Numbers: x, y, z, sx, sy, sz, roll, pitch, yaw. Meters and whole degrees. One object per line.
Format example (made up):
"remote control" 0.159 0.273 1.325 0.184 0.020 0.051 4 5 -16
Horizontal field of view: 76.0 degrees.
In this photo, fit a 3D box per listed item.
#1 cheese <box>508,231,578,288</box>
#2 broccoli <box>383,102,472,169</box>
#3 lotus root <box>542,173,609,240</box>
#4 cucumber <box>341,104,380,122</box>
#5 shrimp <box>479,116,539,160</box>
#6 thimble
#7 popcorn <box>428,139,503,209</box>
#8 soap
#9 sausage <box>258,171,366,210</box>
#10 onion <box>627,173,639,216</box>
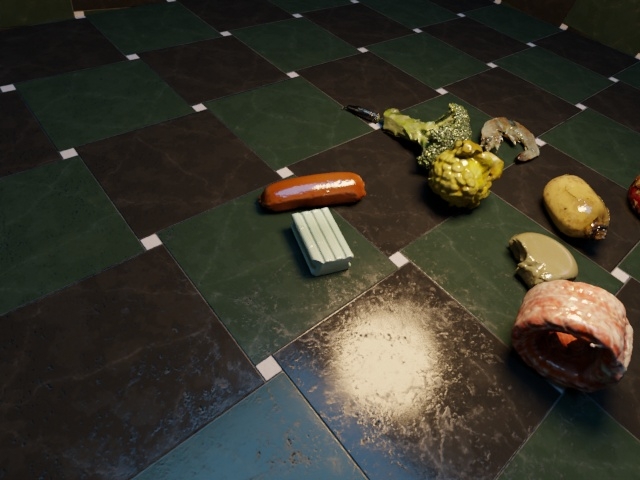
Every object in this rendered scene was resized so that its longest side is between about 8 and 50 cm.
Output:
"cheese" 0.649 0.057 1.215 0.176 0.091 0.202 -11 50 -18
"broccoli" 0.407 -0.416 1.550 0.252 0.221 0.361 -29 49 0
"lotus root" 0.847 -0.103 1.355 0.160 0.146 0.284 -13 42 6
"cucumber" 0.170 -0.533 1.701 0.164 0.043 0.039 30 13 15
"shrimp" 0.754 -0.396 1.650 0.247 0.085 0.360 42 51 17
"thimble" 0.591 0.225 0.969 0.239 0.239 0.162 33 51 19
"popcorn" 0.469 -0.226 1.334 0.237 0.251 0.205 -16 59 -17
"soap" 0.000 0.000 1.177 0.119 0.066 0.197 -13 52 -17
"sausage" -0.021 -0.158 1.297 0.349 0.093 0.097 -8 47 -15
"onion" 1.228 -0.160 1.433 0.247 0.190 0.246 -5 36 4
